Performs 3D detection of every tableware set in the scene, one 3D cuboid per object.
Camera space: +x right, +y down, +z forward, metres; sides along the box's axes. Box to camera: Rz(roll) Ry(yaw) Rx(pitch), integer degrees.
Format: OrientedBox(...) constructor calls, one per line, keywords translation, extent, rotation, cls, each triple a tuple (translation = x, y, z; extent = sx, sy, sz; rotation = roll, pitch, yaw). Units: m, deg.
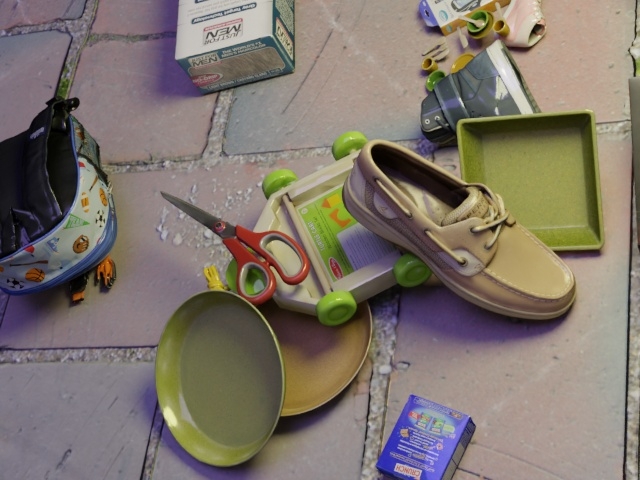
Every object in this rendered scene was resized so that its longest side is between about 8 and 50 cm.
OrientedBox(translation=(0.217, -0.292, 1.884), extent=(0.154, 0.024, 0.104), rotation=(-30, 52, 25), cls="tableware set")

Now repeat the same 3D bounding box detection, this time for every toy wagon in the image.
OrientedBox(translation=(0.000, 0.000, 1.760), extent=(0.344, 0.068, 0.267), rotation=(-28, 51, 4), cls="toy wagon")

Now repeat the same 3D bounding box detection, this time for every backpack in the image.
OrientedBox(translation=(-0.441, -0.042, 1.926), extent=(0.276, 0.213, 0.263), rotation=(-31, 39, 11), cls="backpack")

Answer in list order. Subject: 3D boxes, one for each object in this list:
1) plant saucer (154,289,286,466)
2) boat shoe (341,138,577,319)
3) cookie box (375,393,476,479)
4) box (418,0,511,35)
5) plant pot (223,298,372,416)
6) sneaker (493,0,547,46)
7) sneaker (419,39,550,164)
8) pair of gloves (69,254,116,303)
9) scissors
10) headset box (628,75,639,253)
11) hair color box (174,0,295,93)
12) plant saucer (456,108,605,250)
OrientedBox(translation=(-0.131, 0.187, 1.702), extent=(0.241, 0.037, 0.241), rotation=(-1, 89, 39), cls="plant saucer")
OrientedBox(translation=(0.188, -0.013, 1.619), extent=(0.341, 0.110, 0.121), rotation=(28, 56, 3), cls="boat shoe")
OrientedBox(translation=(0.135, 0.263, 1.593), extent=(0.092, 0.040, 0.107), rotation=(18, 69, 31), cls="cookie box")
OrientedBox(translation=(0.225, -0.378, 1.957), extent=(0.136, 0.028, 0.081), rotation=(-27, 54, 9), cls="box")
OrientedBox(translation=(-0.035, 0.142, 1.748), extent=(0.236, 0.032, 0.236), rotation=(-11, 57, 17), cls="plant pot")
OrientedBox(translation=(0.322, -0.349, 1.880), extent=(0.070, 0.051, 0.134), rotation=(21, 78, 37), cls="sneaker")
OrientedBox(translation=(0.238, -0.156, 1.783), extent=(0.163, 0.086, 0.226), rotation=(-30, 61, 15), cls="sneaker")
OrientedBox(translation=(-0.358, 0.057, 1.954), extent=(0.083, 0.010, 0.074), rotation=(-24, 50, 11), cls="pair of gloves")
OrientedBox(translation=(-0.123, -0.016, 1.770), extent=(0.109, 0.021, 0.297), rotation=(-40, 50, -3), cls="scissors")
OrientedBox(translation=(0.518, -0.107, 1.608), extent=(0.218, 0.110, 0.293), rotation=(-6, 58, 21), cls="headset box")
OrientedBox(translation=(-0.140, -0.427, 2.096), extent=(0.174, 0.105, 0.347), rotation=(-12, 56, 17), cls="hair color box")
OrientedBox(translation=(0.288, -0.080, 1.687), extent=(0.188, 0.045, 0.188), rotation=(-2, 101, 22), cls="plant saucer")
